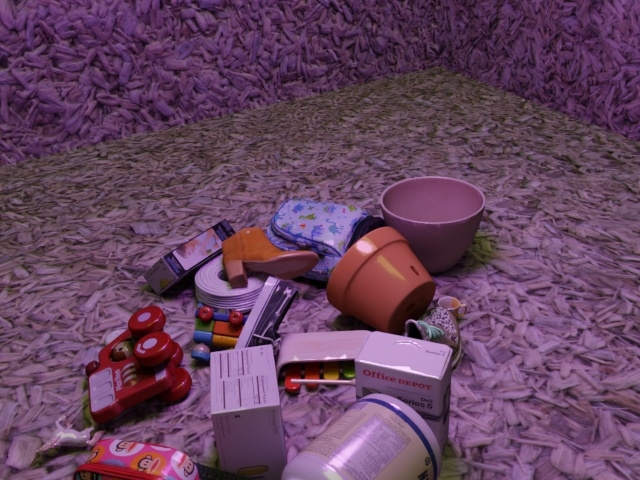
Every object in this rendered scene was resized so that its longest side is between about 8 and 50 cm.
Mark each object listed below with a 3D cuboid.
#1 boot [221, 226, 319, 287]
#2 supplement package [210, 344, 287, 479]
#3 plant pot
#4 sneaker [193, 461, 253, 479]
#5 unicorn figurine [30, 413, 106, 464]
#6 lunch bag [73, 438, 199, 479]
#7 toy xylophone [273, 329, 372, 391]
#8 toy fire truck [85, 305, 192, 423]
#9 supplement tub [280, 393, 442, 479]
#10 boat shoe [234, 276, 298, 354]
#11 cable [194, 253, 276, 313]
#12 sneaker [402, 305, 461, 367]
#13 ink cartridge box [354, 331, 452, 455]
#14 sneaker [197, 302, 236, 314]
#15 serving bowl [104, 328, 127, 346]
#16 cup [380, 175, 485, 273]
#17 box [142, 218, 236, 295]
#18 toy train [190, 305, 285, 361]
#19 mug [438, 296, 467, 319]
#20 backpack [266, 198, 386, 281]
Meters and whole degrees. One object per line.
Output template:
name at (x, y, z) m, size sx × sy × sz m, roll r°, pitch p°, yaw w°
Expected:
boot at (-0.164, 0.028, 2.189) m, size 0.295 × 0.104 × 0.211 m, roll -14°, pitch 42°, yaw -1°
supplement package at (-0.158, 0.404, 1.577) m, size 0.145 × 0.261 × 0.204 m, roll -8°, pitch 31°, yaw -5°
plant pot at (0.189, 0.134, 2.015) m, size 0.291 × 0.290 × 0.203 m, roll -26°, pitch 53°, yaw -33°
sneaker at (-0.227, 0.561, 1.487) m, size 0.319 × 0.131 × 0.112 m, roll 22°, pitch 29°, yaw -1°
unicorn figurine at (-0.614, 0.476, 1.709) m, size 0.162 × 0.060 × 0.111 m, roll -6°, pitch 26°, yaw 2°
lunch bag at (-0.324, 0.528, 1.358) m, size 0.258 × 0.293 × 0.120 m, roll 4°, pitch 27°, yaw 15°
toy xylophone at (0.019, 0.327, 1.869) m, size 0.323 × 0.081 × 0.236 m, roll 1°, pitch 30°, yaw 9°
toy fire truck at (-0.498, 0.327, 1.862) m, size 0.254 × 0.169 × 0.302 m, roll -23°, pitch 33°, yaw -9°
supplement tub at (0.068, 0.490, 1.429) m, size 0.235 × 0.235 × 0.325 m, roll 21°, pitch 39°, yaw 36°
boat shoe at (-0.149, 0.254, 1.881) m, size 0.105 × 0.113 × 0.306 m, roll 22°, pitch 76°, yaw 8°
cable at (-0.268, 0.131, 2.232) m, size 0.257 × 0.089 × 0.257 m, roll -17°, pitch 33°, yaw -22°
sneaker at (0.270, 0.269, 1.838) m, size 0.158 × 0.182 × 0.410 m, roll 9°, pitch 32°, yaw 22°
ink cartridge box at (0.188, 0.360, 1.601) m, size 0.198 × 0.272 × 0.115 m, roll 8°, pitch 32°, yaw 21°
sneaker at (-0.289, 0.233, 2.094) m, size 0.188 × 0.067 × 0.078 m, roll 18°, pitch 28°, yaw 25°
serving bowl at (-0.593, 0.285, 2.067) m, size 0.083 × 0.027 × 0.083 m, roll -3°, pitch 29°, yaw 2°
cup at (0.361, -0.034, 2.295) m, size 0.331 × 0.236 × 0.331 m, roll -3°, pitch 30°, yaw 1°
box at (-0.421, 0.053, 2.306) m, size 0.290 × 0.087 × 0.169 m, roll -36°, pitch 1°, yaw -44°
toy train at (-0.233, 0.275, 1.957) m, size 0.248 × 0.105 × 0.143 m, roll 8°, pitch 72°, yaw 7°
mug at (0.379, 0.208, 2.047) m, size 0.078 × 0.064 × 0.062 m, roll 13°, pitch 34°, yaw 26°
backpack at (0.000, 0.000, 2.304) m, size 0.356 × 0.273 × 0.290 m, roll 0°, pitch 41°, yaw 34°
